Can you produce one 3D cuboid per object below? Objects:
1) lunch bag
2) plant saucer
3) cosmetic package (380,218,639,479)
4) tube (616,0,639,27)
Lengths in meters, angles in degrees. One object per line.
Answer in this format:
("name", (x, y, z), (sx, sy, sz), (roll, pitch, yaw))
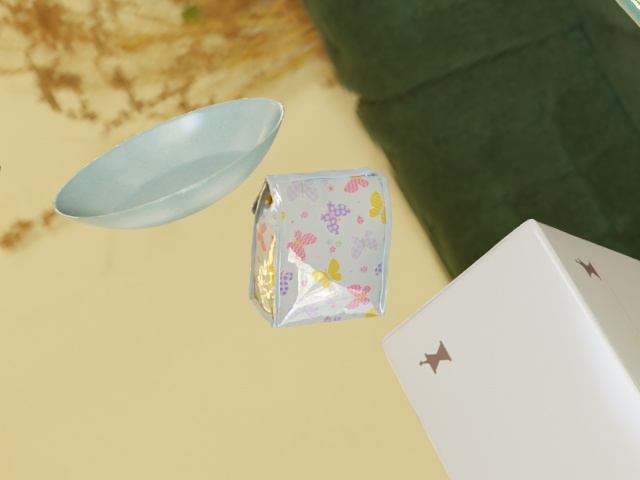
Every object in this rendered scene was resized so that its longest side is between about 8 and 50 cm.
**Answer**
("lunch bag", (0.000, 0.000, 0.798), (0.053, 0.071, 0.083), (-131, 39, -56))
("plant saucer", (-0.111, -0.052, 1.128), (0.195, 0.195, 0.037), (-126, 11, -68))
("cosmetic package", (0.211, 0.184, 0.595), (0.284, 0.097, 0.377), (13, -139, -50))
("tube", (0.193, -0.056, 0.570), (0.052, 0.080, 0.207), (22, -154, -49))
